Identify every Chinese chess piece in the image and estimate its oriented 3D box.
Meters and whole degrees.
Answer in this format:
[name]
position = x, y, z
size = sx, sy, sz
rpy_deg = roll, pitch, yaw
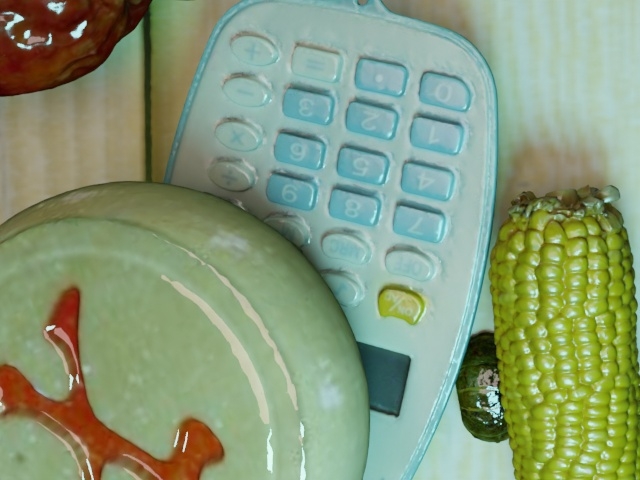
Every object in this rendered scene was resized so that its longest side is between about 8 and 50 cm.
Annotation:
[Chinese chess piece]
position = -0.129, 0.124, 1.231
size = 0.338, 0.140, 0.338
rpy_deg = 4, 100, 21

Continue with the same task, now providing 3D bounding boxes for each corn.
[corn]
position = 0.176, 0.115, 1.203
size = 0.106, 0.106, 0.305
rpy_deg = -3, 94, 19

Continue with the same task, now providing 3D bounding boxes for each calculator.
[calculator]
position = 0.000, 0.000, 1.265
size = 0.256, 0.054, 0.386
rpy_deg = 15, 105, 18

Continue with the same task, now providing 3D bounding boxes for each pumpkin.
[pumpkin]
position = 0.124, 0.111, 1.259
size = 0.050, 0.028, 0.083
rpy_deg = -7, 94, 17

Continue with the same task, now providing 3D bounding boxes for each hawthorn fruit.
[hawthorn fruit]
position = -0.220, -0.197, 1.281
size = 0.251, 0.189, 0.190
rpy_deg = 3, 93, 15
